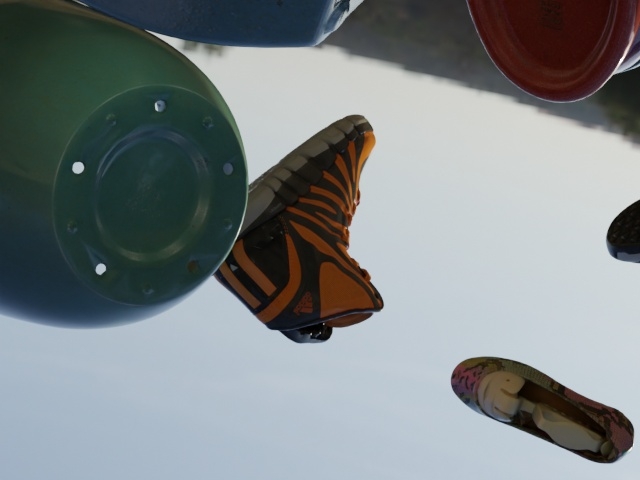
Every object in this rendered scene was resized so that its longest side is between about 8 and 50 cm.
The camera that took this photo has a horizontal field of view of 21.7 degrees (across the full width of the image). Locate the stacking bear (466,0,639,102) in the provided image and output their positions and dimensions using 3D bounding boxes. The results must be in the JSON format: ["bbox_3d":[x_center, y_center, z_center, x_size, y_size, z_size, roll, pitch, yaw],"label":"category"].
[{"bbox_3d":[0.279,-0.246,1.477,0.175,0.164,0.289,23,-140,36],"label":"stacking bear"}]

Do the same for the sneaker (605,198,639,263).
[{"bbox_3d":[0.384,0.002,1.557,0.235,0.097,0.084,-11,-145,29],"label":"sneaker"}]

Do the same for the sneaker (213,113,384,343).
[{"bbox_3d":[0.000,0.000,1.717,0.180,0.124,0.321,51,-140,-5],"label":"sneaker"}]

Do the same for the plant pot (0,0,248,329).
[{"bbox_3d":[-0.198,-0.055,1.418,0.293,0.293,0.235,2,-170,-37],"label":"plant pot"}]

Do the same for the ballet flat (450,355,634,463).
[{"bbox_3d":[0.245,0.191,1.877,0.221,0.077,0.079,23,-165,15],"label":"ballet flat"}]

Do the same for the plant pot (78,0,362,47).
[{"bbox_3d":[-0.048,-0.270,1.061,0.252,0.247,0.248,34,-130,9],"label":"plant pot"}]
